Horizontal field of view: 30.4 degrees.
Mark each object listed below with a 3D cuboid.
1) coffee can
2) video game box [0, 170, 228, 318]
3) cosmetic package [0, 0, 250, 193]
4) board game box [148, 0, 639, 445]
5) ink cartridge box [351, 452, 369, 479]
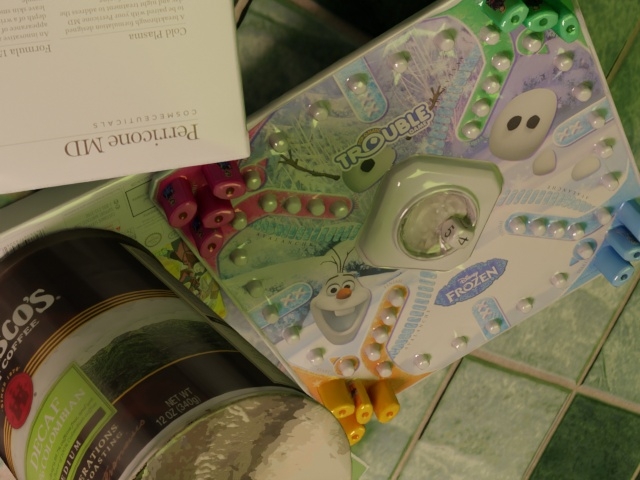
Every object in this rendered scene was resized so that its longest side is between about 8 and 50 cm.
[{"bbox_3d":[-0.135,0.135,0.888,0.202,0.275,0.201,-19,124,-30],"label":"coffee can"},{"bbox_3d":[-0.191,0.032,1.011,0.205,0.048,0.187,-28,126,-24],"label":"video game box"},{"bbox_3d":[-0.245,-0.165,0.689,0.377,0.097,0.284,-9,111,-10],"label":"cosmetic package"},{"bbox_3d":[0.106,-0.014,1.070,0.390,0.050,0.390,-31,132,3],"label":"board game box"},{"bbox_3d":[-0.075,0.289,1.236,0.235,0.056,0.171,-53,134,-7],"label":"ink cartridge box"}]
